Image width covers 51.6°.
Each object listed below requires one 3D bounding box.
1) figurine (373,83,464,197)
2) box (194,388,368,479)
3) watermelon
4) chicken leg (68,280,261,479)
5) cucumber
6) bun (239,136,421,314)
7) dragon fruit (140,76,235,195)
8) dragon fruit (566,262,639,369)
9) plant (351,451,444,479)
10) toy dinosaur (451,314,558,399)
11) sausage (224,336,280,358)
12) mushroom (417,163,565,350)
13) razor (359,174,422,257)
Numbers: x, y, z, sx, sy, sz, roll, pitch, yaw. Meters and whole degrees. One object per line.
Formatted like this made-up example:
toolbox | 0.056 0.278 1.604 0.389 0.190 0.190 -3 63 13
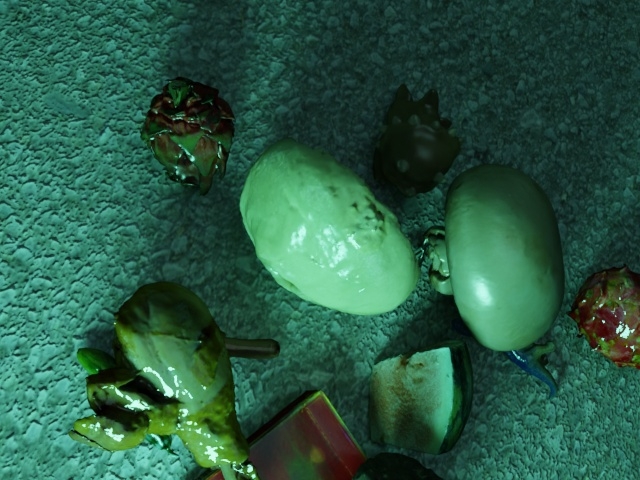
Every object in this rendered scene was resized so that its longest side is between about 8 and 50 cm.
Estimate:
figurine | 0.209 -0.212 1.374 0.177 0.173 0.247 35 69 -8
box | -0.074 0.435 1.166 0.313 0.089 0.197 -34 88 -23
watermelon | 0.188 0.282 1.251 0.201 0.262 0.213 1 79 9
chicken leg | -0.240 0.275 1.052 0.295 0.182 0.410 -27 85 -44
cucumber | -0.323 0.274 1.136 0.056 0.056 0.250 -40 91 -23
bun | -0.004 0.001 1.172 0.364 0.364 0.202 44 81 -5
dragon fruit | -0.240 -0.197 1.212 0.182 0.182 0.189 33 107 -10
dragon fruit | 0.673 0.180 1.427 0.210 0.205 0.268 -17 68 -31
plant | 0.099 0.533 1.106 0.194 0.181 0.321 2 103 -46
toy dinosaur | 0.402 0.249 1.406 0.188 0.075 0.248 -21 90 -13
sausage | -0.159 0.191 1.220 0.176 0.040 0.047 10 75 -16
mushroom | 0.316 0.035 1.293 0.294 0.362 0.363 -6 76 20
razor | 0.133 -0.045 1.387 0.084 0.036 0.211 -25 80 -46
